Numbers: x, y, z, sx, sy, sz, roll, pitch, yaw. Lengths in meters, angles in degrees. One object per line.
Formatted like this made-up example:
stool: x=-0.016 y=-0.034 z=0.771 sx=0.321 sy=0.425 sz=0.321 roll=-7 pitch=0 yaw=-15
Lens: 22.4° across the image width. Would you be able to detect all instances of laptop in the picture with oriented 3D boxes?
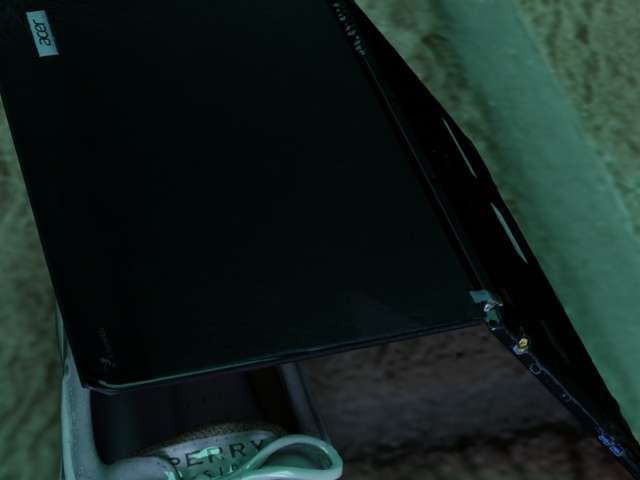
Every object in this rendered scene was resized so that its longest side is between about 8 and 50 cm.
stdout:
laptop: x=0.000 y=0.000 z=0.726 sx=0.136 sy=0.264 sz=0.234 roll=-33 pitch=49 yaw=12

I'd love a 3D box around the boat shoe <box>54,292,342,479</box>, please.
boat shoe: x=-0.058 y=0.071 z=0.684 sx=0.118 sy=0.103 sz=0.320 roll=-5 pitch=45 yaw=-10
